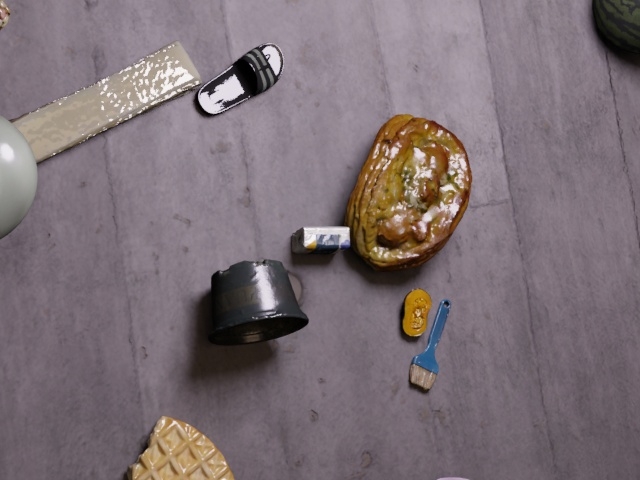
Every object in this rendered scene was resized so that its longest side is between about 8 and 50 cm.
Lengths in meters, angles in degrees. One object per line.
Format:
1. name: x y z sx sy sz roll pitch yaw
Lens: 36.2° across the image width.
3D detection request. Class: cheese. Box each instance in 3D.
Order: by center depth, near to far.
1. cheese: -0.366 -0.194 1.512 0.400 0.034 0.085 -32 98 -22

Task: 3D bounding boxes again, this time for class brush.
1. brush: 0.195 0.178 1.700 0.051 0.014 0.164 27 73 -19

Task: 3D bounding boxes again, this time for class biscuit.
1. biscuit: -0.224 0.439 1.477 0.204 0.040 0.309 29 73 -16

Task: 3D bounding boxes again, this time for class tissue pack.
1. tissue pack: 0.000 0.000 1.618 0.083 0.062 0.042 1 80 -23

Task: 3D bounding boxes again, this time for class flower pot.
1. flower pot: -0.106 0.093 1.522 0.157 0.157 0.107 -7 73 -23

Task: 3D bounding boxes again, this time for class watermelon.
1. watermelon: 0.622 -0.455 1.861 0.212 0.212 0.212 3 81 -22

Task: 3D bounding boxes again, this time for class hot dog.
1. hot dog: 0.145 -0.081 1.659 0.196 0.122 0.272 32 70 -16

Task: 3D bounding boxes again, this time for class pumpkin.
1. pumpkin: 0.160 0.123 1.685 0.050 0.028 0.083 12 87 -19

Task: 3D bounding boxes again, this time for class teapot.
1. teapot: -0.550 -0.056 1.358 0.318 0.149 0.220 -42 94 7

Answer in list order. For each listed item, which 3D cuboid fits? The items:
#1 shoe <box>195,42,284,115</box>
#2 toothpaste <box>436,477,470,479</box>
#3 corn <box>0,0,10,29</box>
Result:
1. shoe: -0.123 -0.267 1.611 0.179 0.049 0.071 -37 98 -23
2. toothpaste: 0.222 0.564 1.635 0.100 0.066 0.323 1 87 -22
3. corn: -0.585 -0.289 1.402 0.290 0.098 0.098 -34 96 -19
